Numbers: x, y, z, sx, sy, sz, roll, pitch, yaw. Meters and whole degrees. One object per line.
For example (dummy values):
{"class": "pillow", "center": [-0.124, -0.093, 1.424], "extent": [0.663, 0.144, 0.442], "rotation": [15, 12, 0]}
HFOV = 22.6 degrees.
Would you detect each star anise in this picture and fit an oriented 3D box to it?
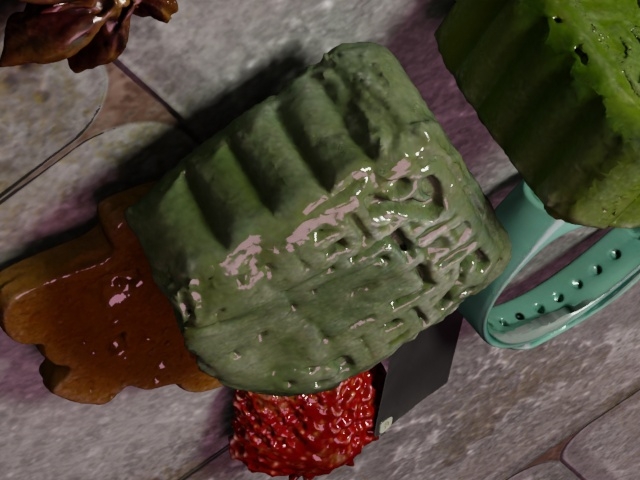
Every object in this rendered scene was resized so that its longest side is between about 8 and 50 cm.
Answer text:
{"class": "star anise", "center": [-0.120, -0.154, 0.905], "extent": [0.168, 0.057, 0.168], "rotation": [-21, 148, -14]}

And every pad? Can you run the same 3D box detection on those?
{"class": "pad", "center": [0.096, 0.080, 1.416], "extent": [0.116, 0.004, 0.193], "rotation": [-31, 141, -42]}

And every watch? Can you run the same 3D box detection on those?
{"class": "watch", "center": [0.226, 0.005, 1.418], "extent": [0.237, 0.068, 0.195], "rotation": [-24, 144, -26]}

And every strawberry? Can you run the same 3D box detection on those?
{"class": "strawberry", "center": [-0.012, 0.150, 1.421], "extent": [0.167, 0.087, 0.208], "rotation": [-29, 148, -1]}

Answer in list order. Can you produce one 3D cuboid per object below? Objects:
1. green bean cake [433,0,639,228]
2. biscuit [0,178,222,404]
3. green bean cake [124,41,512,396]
{"class": "green bean cake", "center": [0.206, -0.113, 1.104], "extent": [0.200, 0.214, 0.113], "rotation": [-9, 147, -32]}
{"class": "biscuit", "center": [-0.089, 0.014, 1.193], "extent": [0.301, 0.043, 0.278], "rotation": [-41, 146, 12]}
{"class": "green bean cake", "center": [0.000, 0.000, 1.107], "extent": [0.227, 0.125, 0.222], "rotation": [-31, 146, 6]}
